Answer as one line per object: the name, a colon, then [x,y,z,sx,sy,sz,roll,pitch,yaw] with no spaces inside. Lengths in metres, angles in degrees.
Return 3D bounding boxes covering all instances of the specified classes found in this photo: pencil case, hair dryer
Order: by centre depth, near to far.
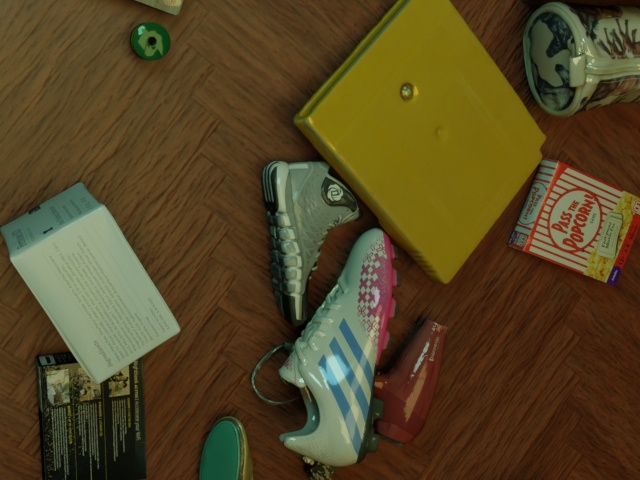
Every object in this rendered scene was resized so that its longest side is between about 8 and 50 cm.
hair dryer: [0.069,0.208,1.345,0.294,0.080,0.223,-30,111,-14]
pencil case: [0.491,-0.271,1.355,0.411,0.183,0.159,-8,105,-20]

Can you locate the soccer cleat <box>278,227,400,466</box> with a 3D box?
soccer cleat: [0.022,0.136,1.265,0.143,0.116,0.331,9,78,-7]

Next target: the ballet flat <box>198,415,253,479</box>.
ballet flat: [-0.131,0.358,1.304,0.073,0.080,0.232,10,89,-58]

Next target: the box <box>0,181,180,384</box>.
box: [-0.277,0.045,1.109,0.119,0.181,0.181,-33,112,-13]

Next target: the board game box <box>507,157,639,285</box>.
board game box: [0.401,-0.027,1.447,0.194,0.045,0.146,19,94,-25]

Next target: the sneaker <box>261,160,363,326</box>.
sneaker: [0.000,0.000,1.265,0.132,0.086,0.228,-10,104,-19]

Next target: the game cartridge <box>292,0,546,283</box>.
game cartridge: [0.152,-0.147,1.292,0.285,0.053,0.323,-50,117,-18]

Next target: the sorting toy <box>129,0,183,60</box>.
sorting toy: [-0.215,-0.364,1.118,0.132,0.046,0.274,16,96,-24]

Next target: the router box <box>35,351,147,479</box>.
router box: [-0.298,0.234,1.218,0.133,0.046,0.178,-4,104,-22]
